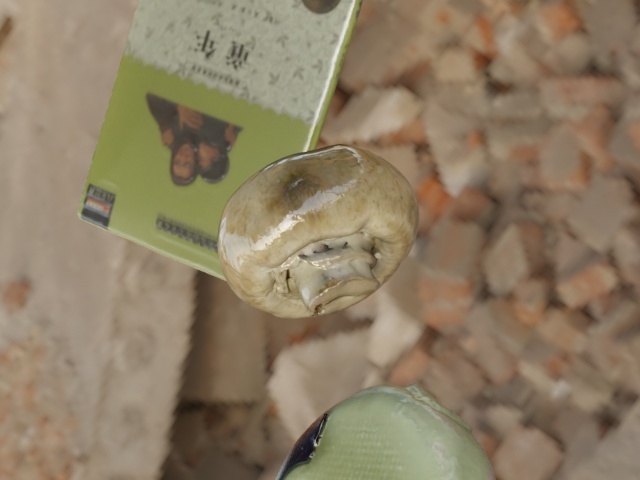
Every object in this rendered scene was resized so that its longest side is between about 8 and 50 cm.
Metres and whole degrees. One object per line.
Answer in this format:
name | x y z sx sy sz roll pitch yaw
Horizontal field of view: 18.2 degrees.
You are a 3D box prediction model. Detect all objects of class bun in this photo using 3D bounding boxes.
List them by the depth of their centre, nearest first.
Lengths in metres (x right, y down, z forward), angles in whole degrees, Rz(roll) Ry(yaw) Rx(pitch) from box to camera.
bun | 0.082 0.301 2.037 0.293 0.187 0.293 -25 54 38

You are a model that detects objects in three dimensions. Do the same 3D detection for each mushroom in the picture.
mushroom | 0.000 0.000 1.594 0.166 0.166 0.127 -39 60 39

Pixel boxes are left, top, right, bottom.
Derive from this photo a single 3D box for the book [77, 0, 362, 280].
book | -0.096 -0.149 1.961 0.239 0.035 0.352 22 99 27
